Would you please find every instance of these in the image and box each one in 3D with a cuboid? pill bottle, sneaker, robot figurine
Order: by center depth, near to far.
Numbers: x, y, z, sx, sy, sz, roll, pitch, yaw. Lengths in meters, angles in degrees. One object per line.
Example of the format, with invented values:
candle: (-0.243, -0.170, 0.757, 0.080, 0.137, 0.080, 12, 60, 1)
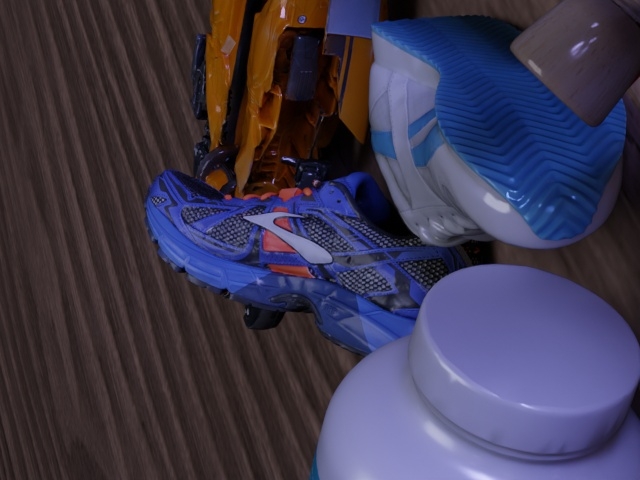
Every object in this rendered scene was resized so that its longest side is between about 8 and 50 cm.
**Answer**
pill bottle: (0.060, 0.140, 0.825, 0.146, 0.146, 0.264, -113, 28, -48)
sneaker: (0.080, -0.037, 0.871, 0.229, 0.087, 0.092, -118, 25, -67)
sneaker: (0.000, 0.000, 1.020, 0.221, 0.083, 0.087, 22, 97, 29)
robot figurine: (-0.019, -0.091, 1.144, 0.211, 0.085, 0.291, -118, 33, -54)

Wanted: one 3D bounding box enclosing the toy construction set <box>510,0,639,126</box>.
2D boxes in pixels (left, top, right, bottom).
toy construction set: (0.151, -0.121, 0.528, 0.237, 0.257, 0.309, -47, 5, 9)
